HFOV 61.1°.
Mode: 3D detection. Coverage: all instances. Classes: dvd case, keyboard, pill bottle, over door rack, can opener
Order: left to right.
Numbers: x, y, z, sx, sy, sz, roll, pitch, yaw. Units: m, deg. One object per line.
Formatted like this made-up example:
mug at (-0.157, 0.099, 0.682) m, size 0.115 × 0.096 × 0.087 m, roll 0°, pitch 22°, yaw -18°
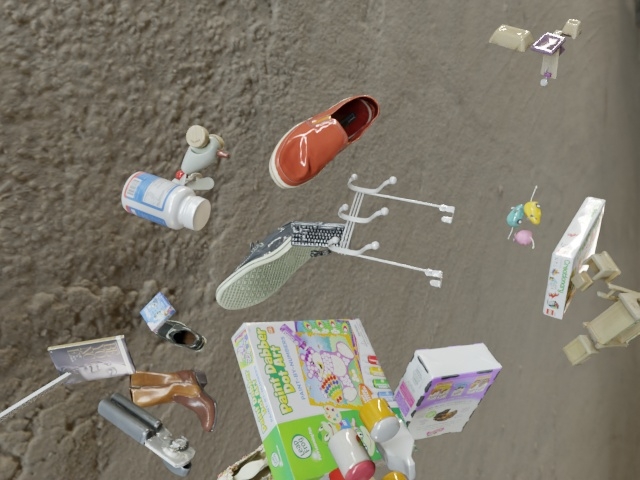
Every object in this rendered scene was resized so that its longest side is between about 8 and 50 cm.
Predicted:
keyboard at (-0.821, 0.453, 1.516) m, size 0.014 × 0.072 × 0.256 m, roll 49°, pitch 46°, yaw 8°
dvd case at (-0.703, 0.372, 1.678) m, size 0.018 × 0.221 × 0.165 m, roll -110°, pitch -165°, yaw -52°
can opener at (-0.438, 0.491, 1.353) m, size 0.076 × 0.283 × 0.095 m, roll -22°, pitch 133°, yaw -62°
pill bottle at (-0.422, -0.102, 1.498) m, size 0.124 × 0.221 × 0.124 m, roll 20°, pitch 90°, yaw -76°
keyboard at (0.000, 0.000, 1.586) m, size 0.023 × 0.180 × 0.108 m, roll -48°, pitch 139°, yaw -68°
over door rack at (0.207, -0.043, 1.474) m, size 0.108 × 0.323 × 0.240 m, roll 105°, pitch 3°, yaw -61°

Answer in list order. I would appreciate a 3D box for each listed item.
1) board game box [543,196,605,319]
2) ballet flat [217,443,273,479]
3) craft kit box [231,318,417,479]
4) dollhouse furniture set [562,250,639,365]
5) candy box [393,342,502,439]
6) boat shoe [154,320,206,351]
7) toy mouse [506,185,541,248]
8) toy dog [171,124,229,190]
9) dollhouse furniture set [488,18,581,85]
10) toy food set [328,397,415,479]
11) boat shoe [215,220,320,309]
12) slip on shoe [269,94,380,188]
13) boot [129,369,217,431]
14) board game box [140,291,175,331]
board game box at (0.668, 0.040, 1.422) m, size 0.305 × 0.053 × 0.193 m, roll -41°, pitch 136°, yaw -39°
ballet flat at (-0.135, 0.516, 1.234) m, size 0.091 × 0.077 × 0.240 m, roll 48°, pitch 34°, yaw 17°
craft kit box at (0.006, 0.244, 0.862) m, size 0.246 × 0.061 × 0.250 m, roll 2°, pitch 50°, yaw -37°
dollhouse furniture set at (0.574, 0.141, 1.119) m, size 0.101 × 0.182 × 0.161 m, roll 2°, pitch 50°, yaw -26°
candy box at (0.232, 0.297, 1.054) m, size 0.164 × 0.070 × 0.196 m, roll 0°, pitch 127°, yaw -26°
boat shoe at (-0.540, 0.350, 2.038) m, size 0.084 × 0.232 × 0.079 m, roll -69°, pitch 157°, yaw -11°
toy mouse at (0.507, -0.039, 1.383) m, size 0.031 × 0.143 × 0.161 m, roll 10°, pitch 63°, yaw -13°
toy dog at (-0.456, -0.267, 2.060) m, size 0.220 × 0.161 × 0.334 m, roll -26°, pitch 147°, yaw -54°
dollhouse furniture set at (0.338, -0.305, 0.867) m, size 0.091 × 0.114 × 0.081 m, roll -45°, pitch 145°, yaw -19°
toy food set at (0.080, 0.311, 0.677) m, size 0.111 × 0.104 × 0.232 m, roll -21°, pitch 131°, yaw -14°
boat shoe at (-0.211, 0.088, 2.133) m, size 0.500 × 0.156 × 0.187 m, roll -40°, pitch 132°, yaw -22°
slip on shoe at (0.013, -0.239, 1.256) m, size 0.331 × 0.101 × 0.123 m, roll -40°, pitch 102°, yaw -23°
boot at (-0.514, 0.558, 1.891) m, size 0.280 × 0.096 × 0.264 m, roll 10°, pitch 41°, yaw -38°
board game box at (-0.506, 0.222, 1.681) m, size 0.090 × 0.090 × 0.020 m, roll -47°, pitch 146°, yaw -1°
